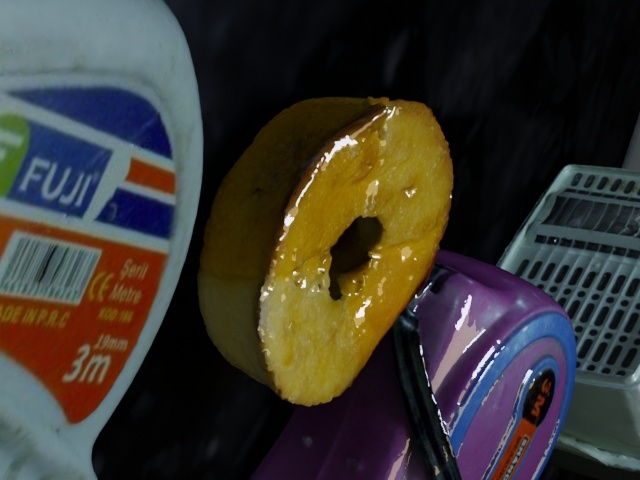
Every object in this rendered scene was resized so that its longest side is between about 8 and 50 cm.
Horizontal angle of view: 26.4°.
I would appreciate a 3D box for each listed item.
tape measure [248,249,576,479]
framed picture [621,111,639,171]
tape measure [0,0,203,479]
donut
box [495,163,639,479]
[{"bbox_3d":[0.069,0.118,0.966,0.245,0.149,0.231,34,79,-57],"label":"tape measure"},{"bbox_3d":[0.384,0.030,1.674,0.326,0.028,0.446,2,106,-65],"label":"framed picture"},{"bbox_3d":[-0.145,0.008,0.460,0.246,0.125,0.243,-68,162,1],"label":"tape measure"},{"bbox_3d":[-0.001,-0.001,0.799,0.190,0.075,0.174,-61,150,-13],"label":"donut"},{"bbox_3d":[0.267,0.074,1.247,0.290,0.221,0.166,-53,138,-31],"label":"box"}]
